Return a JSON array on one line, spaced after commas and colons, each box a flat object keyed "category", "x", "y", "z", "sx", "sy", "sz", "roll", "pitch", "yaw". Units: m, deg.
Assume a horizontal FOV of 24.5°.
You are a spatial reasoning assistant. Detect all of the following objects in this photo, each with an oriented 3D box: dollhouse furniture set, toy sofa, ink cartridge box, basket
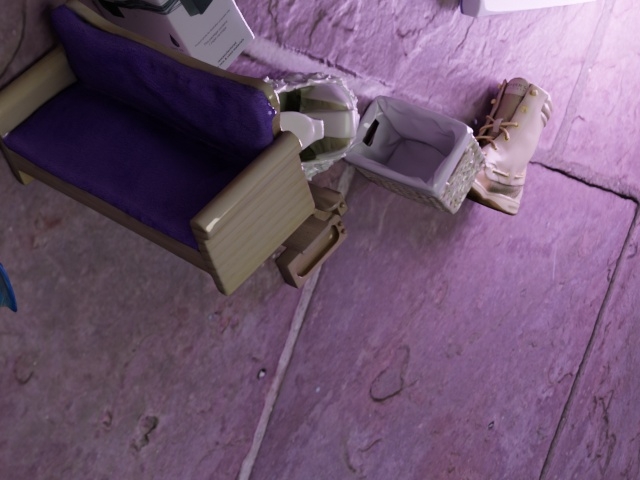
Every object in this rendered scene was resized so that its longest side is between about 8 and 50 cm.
[{"category": "dollhouse furniture set", "x": 0.000, "y": 0.000, "z": 2.021, "sx": 0.144, "sy": 0.123, "sz": 0.151, "roll": -47, "pitch": 137, "yaw": -24}, {"category": "toy sofa", "x": -0.193, "y": -0.107, "z": 1.565, "sx": 0.150, "sy": 0.362, "sz": 0.177, "roll": -45, "pitch": 142, "yaw": -25}, {"category": "ink cartridge box", "x": -0.189, "y": -0.288, "z": 1.650, "sx": 0.087, "sy": 0.153, "sz": 0.208, "roll": -50, "pitch": 137, "yaw": -19}, {"category": "basket", "x": 0.137, "y": -0.119, "z": 2.093, "sx": 0.113, "sy": 0.167, "sz": 0.103, "roll": -60, "pitch": 145, "yaw": -10}]

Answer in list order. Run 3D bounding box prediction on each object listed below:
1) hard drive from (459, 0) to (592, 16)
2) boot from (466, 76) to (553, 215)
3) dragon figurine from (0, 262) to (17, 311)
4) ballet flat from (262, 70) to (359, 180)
[{"category": "hard drive", "x": 0.336, "y": -0.461, "z": 2.257, "sx": 0.319, "sy": 0.040, "sz": 0.210, "roll": -15, "pitch": 118, "yaw": -45}, {"category": "boot", "x": 0.264, "y": -0.161, "z": 2.270, "sx": 0.262, "sy": 0.095, "sz": 0.203, "roll": 22, "pitch": 91, "yaw": -53}, {"category": "dragon figurine", "x": -0.394, "y": 0.055, "z": 1.626, "sx": 0.144, "sy": 0.085, "sz": 0.289, "roll": -42, "pitch": 133, "yaw": -28}, {"category": "ballet flat", "x": -0.036, "y": -0.136, "z": 1.852, "sx": 0.409, "sy": 0.147, "sz": 0.147, "roll": -18, "pitch": 121, "yaw": -56}]
